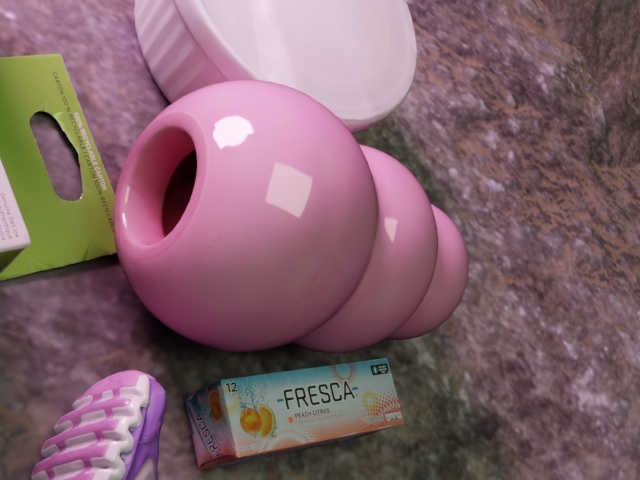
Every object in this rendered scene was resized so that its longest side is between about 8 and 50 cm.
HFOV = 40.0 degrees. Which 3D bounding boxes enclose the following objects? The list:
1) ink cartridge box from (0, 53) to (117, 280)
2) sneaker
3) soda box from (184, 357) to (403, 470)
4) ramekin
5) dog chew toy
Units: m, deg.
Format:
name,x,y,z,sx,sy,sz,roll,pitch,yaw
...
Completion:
name,x,y,z,sx,sy,sz,roll,pitch,yaw
ink cartridge box,-0.248,-0.066,0.607,0.255,0.097,0.189,-16,80,-43
sneaker,-0.138,0.205,0.578,0.104,0.095,0.236,31,56,-35
soda box,-0.018,0.141,0.729,0.183,0.058,0.063,0,69,-42
ramekin,-0.049,-0.204,0.827,0.273,0.127,0.273,19,58,-34
dog chew toy,0.000,0.000,0.728,0.332,0.206,0.206,18,58,-43
